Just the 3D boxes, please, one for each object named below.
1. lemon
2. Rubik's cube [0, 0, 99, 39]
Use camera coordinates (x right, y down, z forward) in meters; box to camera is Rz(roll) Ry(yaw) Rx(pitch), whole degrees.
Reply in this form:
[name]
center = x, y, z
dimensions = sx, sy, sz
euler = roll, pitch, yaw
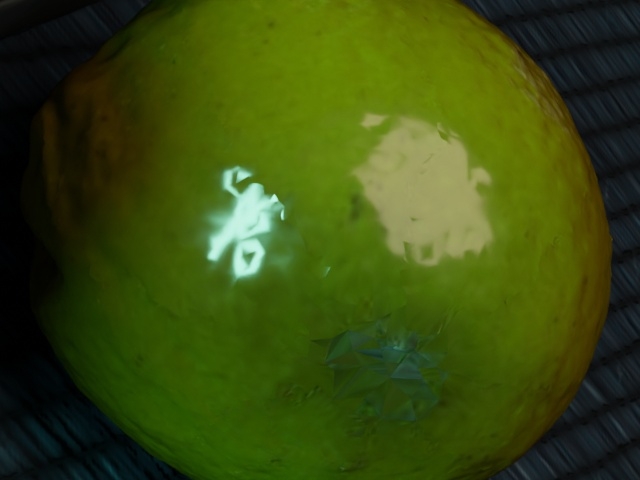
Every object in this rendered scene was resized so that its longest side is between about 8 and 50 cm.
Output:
[lemon]
center = 0.000, -0.001, 1.003
dimensions = 0.297, 0.297, 0.297
euler = 21, 58, -38
[Rubik's cube]
center = -0.123, -0.312, 0.970
dimensions = 0.347, 0.347, 0.344
euler = -33, 97, -49
